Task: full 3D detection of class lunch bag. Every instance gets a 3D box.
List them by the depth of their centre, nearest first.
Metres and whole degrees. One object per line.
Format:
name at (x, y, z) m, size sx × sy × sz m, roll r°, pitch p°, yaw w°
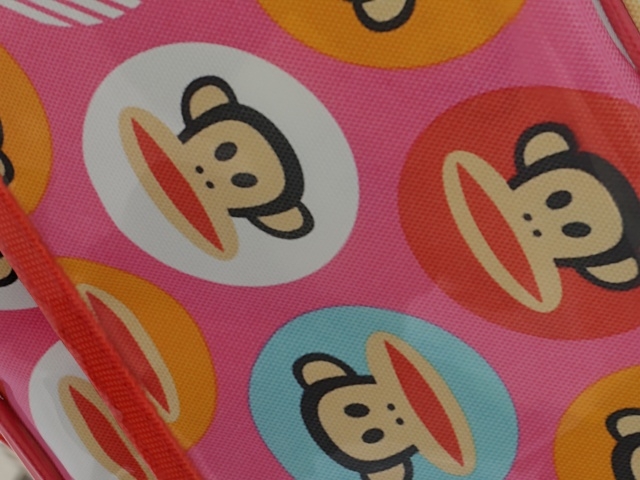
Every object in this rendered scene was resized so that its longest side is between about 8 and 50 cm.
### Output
lunch bag at (0.000, 0.000, 0.483) m, size 0.293 × 0.258 × 0.120 m, roll 58°, pitch -147°, yaw -21°
